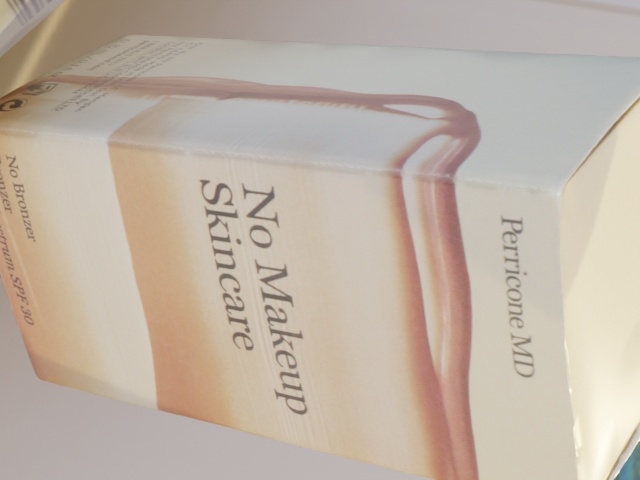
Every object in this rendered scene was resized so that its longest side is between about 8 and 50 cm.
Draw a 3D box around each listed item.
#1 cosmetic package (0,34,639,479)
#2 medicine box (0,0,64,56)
[{"bbox_3d":[0.000,0.000,0.563,0.129,0.296,0.153,-41,128,-46],"label":"cosmetic package"},{"bbox_3d":[-0.185,-0.239,0.520,0.263,0.289,0.149,-43,-174,-5],"label":"medicine box"}]
